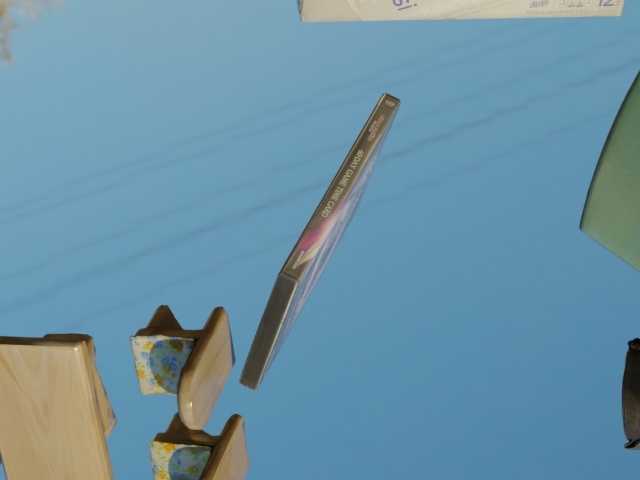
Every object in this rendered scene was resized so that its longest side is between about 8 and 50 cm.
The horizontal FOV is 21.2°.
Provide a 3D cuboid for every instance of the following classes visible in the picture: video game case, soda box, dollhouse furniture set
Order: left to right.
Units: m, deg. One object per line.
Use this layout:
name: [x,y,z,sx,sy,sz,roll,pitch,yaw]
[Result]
dollhouse furniture set: [-0.275,0.288,1.760,0.362,0.394,0.256,1,-150,15]
video game case: [0.000,0.000,1.748,0.026,0.196,0.274,27,-129,5]
soda box: [0.119,-0.251,1.458,0.286,0.091,0.098,-2,-137,-9]

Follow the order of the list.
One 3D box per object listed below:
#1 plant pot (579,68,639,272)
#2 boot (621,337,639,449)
plant pot: [0.341,-0.077,1.495,0.165,0.234,0.165,38,-166,20]
boot: [0.477,0.146,2.166,0.091,0.263,0.229,16,172,-37]
